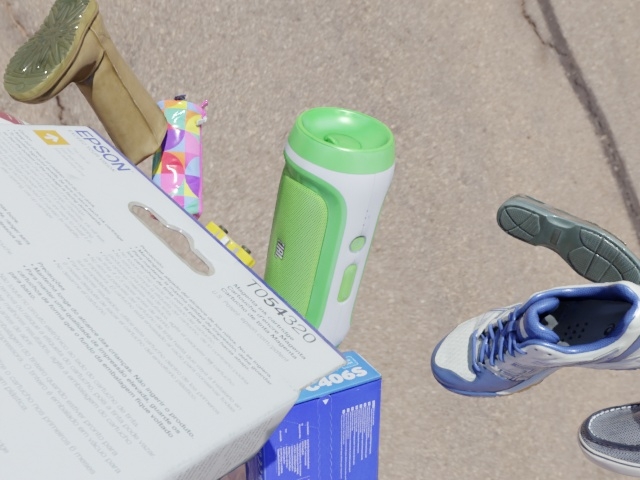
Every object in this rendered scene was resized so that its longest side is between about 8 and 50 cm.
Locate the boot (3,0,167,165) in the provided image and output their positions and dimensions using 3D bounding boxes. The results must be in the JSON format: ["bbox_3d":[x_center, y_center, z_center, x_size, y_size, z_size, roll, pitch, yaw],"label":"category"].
[{"bbox_3d":[-0.341,-0.212,1.017,0.089,0.269,0.236,4,54,19],"label":"boot"}]

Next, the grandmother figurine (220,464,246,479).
[{"bbox_3d":[-0.234,0.626,1.807,0.104,0.342,0.207,-5,85,18],"label":"grandmother figurine"}]

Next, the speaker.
[{"bbox_3d":[0.000,0.000,0.777,0.131,0.131,0.296,-1,125,-19],"label":"speaker"}]

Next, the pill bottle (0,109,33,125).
[{"bbox_3d":[-0.755,-0.185,1.533,0.224,0.392,0.224,-7,73,25],"label":"pill bottle"}]

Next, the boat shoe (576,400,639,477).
[{"bbox_3d":[0.512,0.233,0.902,0.158,0.341,0.127,57,38,-26],"label":"boat shoe"}]

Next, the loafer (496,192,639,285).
[{"bbox_3d":[0.447,-0.011,1.152,0.267,0.096,0.084,30,42,16],"label":"loafer"}]

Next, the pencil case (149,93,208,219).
[{"bbox_3d":[-0.263,-0.148,1.217,0.104,0.104,0.236,4,83,-18],"label":"pencil case"}]

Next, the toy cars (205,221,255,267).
[{"bbox_3d":[-0.269,0.124,1.848,0.177,0.087,0.393,-7,75,0],"label":"toy cars"}]

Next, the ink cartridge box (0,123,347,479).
[{"bbox_3d":[-0.187,0.034,0.403,0.324,0.330,0.071,40,112,20],"label":"ink cartridge box"}]

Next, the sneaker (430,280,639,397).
[{"bbox_3d":[0.240,0.102,0.747,0.131,0.296,0.111,28,49,-43],"label":"sneaker"}]

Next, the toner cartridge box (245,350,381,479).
[{"bbox_3d":[-0.010,0.329,0.869,0.165,0.075,0.347,-11,115,-26],"label":"toner cartridge box"}]
